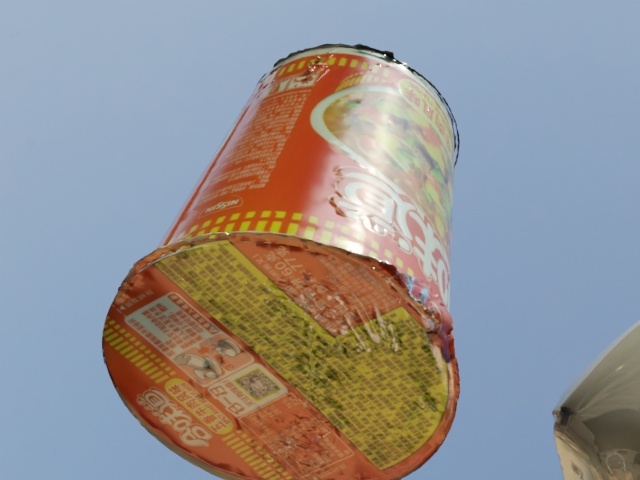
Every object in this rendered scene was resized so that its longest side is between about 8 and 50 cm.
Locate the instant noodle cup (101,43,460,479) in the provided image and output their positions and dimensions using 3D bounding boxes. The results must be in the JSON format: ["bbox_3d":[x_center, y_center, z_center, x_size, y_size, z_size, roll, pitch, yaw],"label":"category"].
[{"bbox_3d":[0.000,0.000,0.849,0.193,0.193,0.212,-40,-158,38],"label":"instant noodle cup"}]

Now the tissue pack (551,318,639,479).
[{"bbox_3d":[0.324,0.178,0.963,0.236,0.229,0.333,-32,-132,-11],"label":"tissue pack"}]
